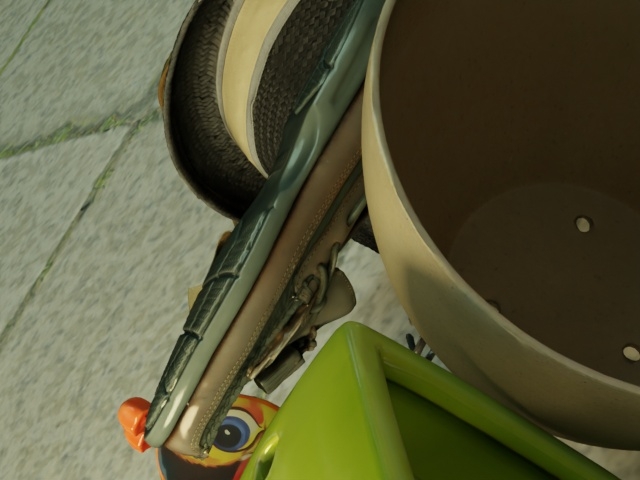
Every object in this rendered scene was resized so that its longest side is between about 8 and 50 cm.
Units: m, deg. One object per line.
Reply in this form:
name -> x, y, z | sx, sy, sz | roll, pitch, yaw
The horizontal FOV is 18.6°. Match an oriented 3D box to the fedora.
fedora -> 0.066, -0.082, 1.176 | 0.334, 0.334, 0.152 | -42, 57, 16

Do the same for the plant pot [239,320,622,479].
plant pot -> 0.048, 0.209, 0.812 | 0.207, 0.227, 0.228 | -49, 25, 17

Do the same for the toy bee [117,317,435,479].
toy bee -> -0.047, 0.159, 1.102 | 0.298, 0.162, 0.195 | -64, -17, -46

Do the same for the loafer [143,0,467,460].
loafer -> 0.000, 0.000, 1.014 | 0.267, 0.084, 0.096 | -64, 9, -6

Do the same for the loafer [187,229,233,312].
loafer -> -0.076, 0.053, 1.429 | 0.056, 0.050, 0.148 | -25, 34, 42

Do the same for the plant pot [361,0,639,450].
plant pot -> 0.144, -0.013, 0.953 | 0.191, 0.284, 0.284 | 111, -176, -61

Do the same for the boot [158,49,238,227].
boot -> -0.050, -0.098, 1.559 | 0.236, 0.089, 0.269 | -36, 29, 27
